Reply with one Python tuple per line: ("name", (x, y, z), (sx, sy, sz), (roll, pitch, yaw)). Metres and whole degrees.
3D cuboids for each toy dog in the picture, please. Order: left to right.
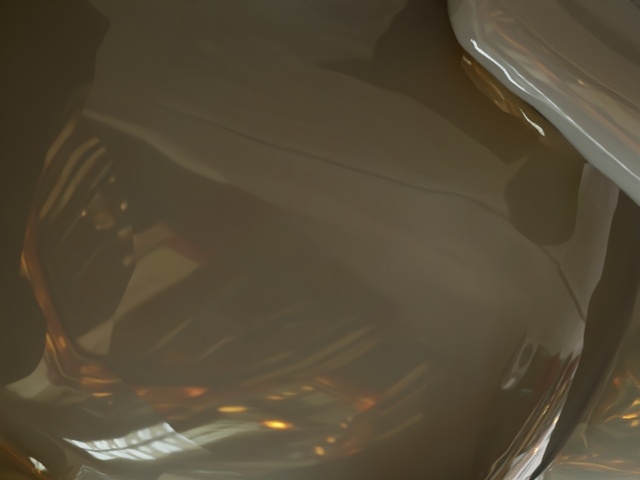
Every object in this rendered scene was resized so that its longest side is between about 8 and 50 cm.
("toy dog", (0.000, 0.000, 0.503), (0.408, 0.284, 0.395), (7, -172, -26))
